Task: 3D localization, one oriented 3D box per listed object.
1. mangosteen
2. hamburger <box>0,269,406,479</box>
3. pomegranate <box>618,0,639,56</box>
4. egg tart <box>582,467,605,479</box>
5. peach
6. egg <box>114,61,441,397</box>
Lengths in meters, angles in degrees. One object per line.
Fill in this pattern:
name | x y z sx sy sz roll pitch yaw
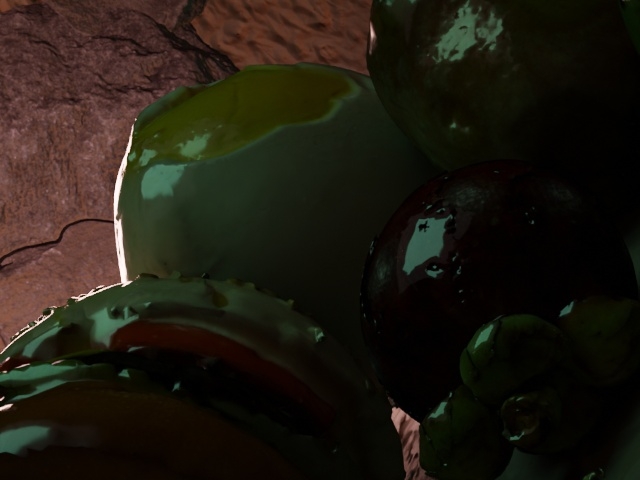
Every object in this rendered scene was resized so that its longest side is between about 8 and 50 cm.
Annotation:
mangosteen | 0.104 0.047 0.746 0.166 0.166 0.180 -55 31 30
hamburger | -0.106 0.194 0.883 0.330 0.330 0.250 -55 4 30
pomegranate | 0.235 -0.137 0.730 0.148 0.148 0.169 -58 -30 -1
egg tart | 0.098 0.158 0.613 0.130 0.052 0.130 -59 2 3
peach | 0.142 -0.121 0.926 0.214 0.235 0.214 -157 90 -86
egg | 0.000 0.000 1.080 0.283 0.345 0.283 -179 90 -70
